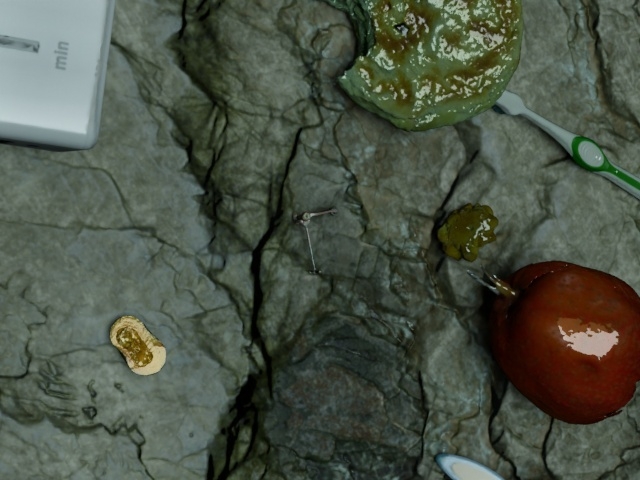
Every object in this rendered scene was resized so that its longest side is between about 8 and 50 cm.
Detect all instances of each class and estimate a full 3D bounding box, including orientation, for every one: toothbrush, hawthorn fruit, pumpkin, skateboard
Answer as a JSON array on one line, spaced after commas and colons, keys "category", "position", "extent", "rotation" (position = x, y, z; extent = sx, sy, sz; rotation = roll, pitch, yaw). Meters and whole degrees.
[{"category": "toothbrush", "position": [0.391, -0.119, 1.785], "extent": [0.417, 0.040, 0.042], "rotation": [27, 81, -21]}, {"category": "hawthorn fruit", "position": [0.314, 0.118, 1.686], "extent": [0.299, 0.211, 0.211], "rotation": [31, 81, -11]}, {"category": "pumpkin", "position": [-0.228, 0.130, 1.551], "extent": [0.050, 0.028, 0.083], "rotation": [-36, 97, -15]}, {"category": "skateboard", "position": [0.000, 0.000, 1.639], "extent": [0.063, 0.032, 0.083], "rotation": [-10, 94, -32]}]

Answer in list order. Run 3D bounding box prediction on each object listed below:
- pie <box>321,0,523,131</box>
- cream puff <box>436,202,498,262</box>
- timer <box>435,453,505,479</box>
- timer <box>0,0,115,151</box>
[{"category": "pie", "position": [0.138, -0.288, 1.648], "extent": [0.302, 0.067, 0.303], "rotation": [2, 83, -18]}, {"category": "cream puff", "position": [0.205, -0.010, 1.709], "extent": [0.058, 0.083, 0.083], "rotation": [31, 64, -61]}, {"category": "timer", "position": [0.278, 0.397, 1.703], "extent": [0.255, 0.175, 0.175], "rotation": [23, 84, -21]}, {"category": "timer", "position": [-0.351, -0.207, 1.393], "extent": [0.194, 0.192, 0.194], "rotation": [6, 91, -23]}]
